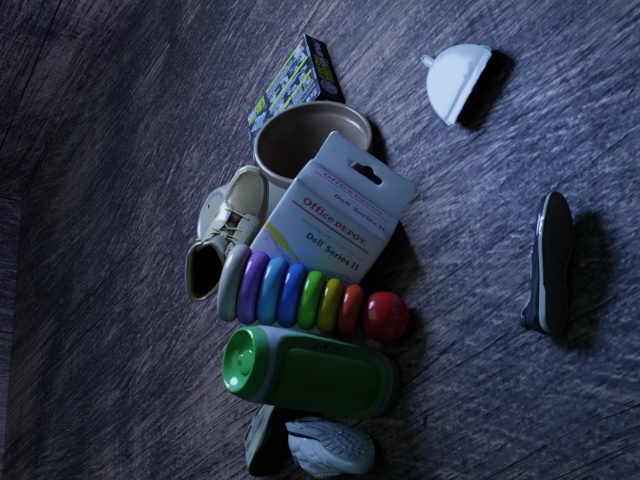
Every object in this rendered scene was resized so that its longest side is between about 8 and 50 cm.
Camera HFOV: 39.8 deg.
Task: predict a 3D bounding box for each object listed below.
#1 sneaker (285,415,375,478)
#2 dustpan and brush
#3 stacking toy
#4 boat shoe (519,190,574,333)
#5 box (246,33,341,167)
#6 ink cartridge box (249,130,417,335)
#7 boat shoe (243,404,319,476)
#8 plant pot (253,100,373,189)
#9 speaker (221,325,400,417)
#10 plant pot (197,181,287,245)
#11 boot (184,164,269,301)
[{"bbox_3d":[0.022,0.385,1.588,0.235,0.090,0.095,8,100,58],"label":"sneaker"},{"bbox_3d":[0.226,-0.300,1.584,0.211,0.060,0.147,46,114,46],"label":"dustpan and brush"},{"bbox_3d":[-0.007,0.107,1.553,0.141,0.330,0.141,13,-90,-85],"label":"stacking toy"},{"bbox_3d":[0.318,0.031,1.276,0.065,0.075,0.206,-7,76,53],"label":"boat shoe"},{"bbox_3d":[-0.067,-0.298,2.007,0.270,0.060,0.216,-50,36,33],"label":"box"},{"bbox_3d":[0.000,0.000,1.633,0.353,0.207,0.119,-56,0,27],"label":"ink cartridge box"},{"bbox_3d":[-0.075,0.327,1.725,0.302,0.109,0.098,-63,35,27],"label":"boat shoe"},{"bbox_3d":[-0.009,-0.163,1.776,0.110,0.237,0.237,80,173,-48],"label":"plant pot"},{"bbox_3d":[-0.012,0.223,1.488,0.131,0.296,0.131,-29,54,49],"label":"speaker"},{"bbox_3d":[-0.152,-0.024,1.910,0.284,0.190,0.284,-27,55,49],"label":"plant pot"},{"bbox_3d":[-0.180,-0.015,1.699,0.203,0.095,0.262,-51,-15,-81],"label":"boot"}]
